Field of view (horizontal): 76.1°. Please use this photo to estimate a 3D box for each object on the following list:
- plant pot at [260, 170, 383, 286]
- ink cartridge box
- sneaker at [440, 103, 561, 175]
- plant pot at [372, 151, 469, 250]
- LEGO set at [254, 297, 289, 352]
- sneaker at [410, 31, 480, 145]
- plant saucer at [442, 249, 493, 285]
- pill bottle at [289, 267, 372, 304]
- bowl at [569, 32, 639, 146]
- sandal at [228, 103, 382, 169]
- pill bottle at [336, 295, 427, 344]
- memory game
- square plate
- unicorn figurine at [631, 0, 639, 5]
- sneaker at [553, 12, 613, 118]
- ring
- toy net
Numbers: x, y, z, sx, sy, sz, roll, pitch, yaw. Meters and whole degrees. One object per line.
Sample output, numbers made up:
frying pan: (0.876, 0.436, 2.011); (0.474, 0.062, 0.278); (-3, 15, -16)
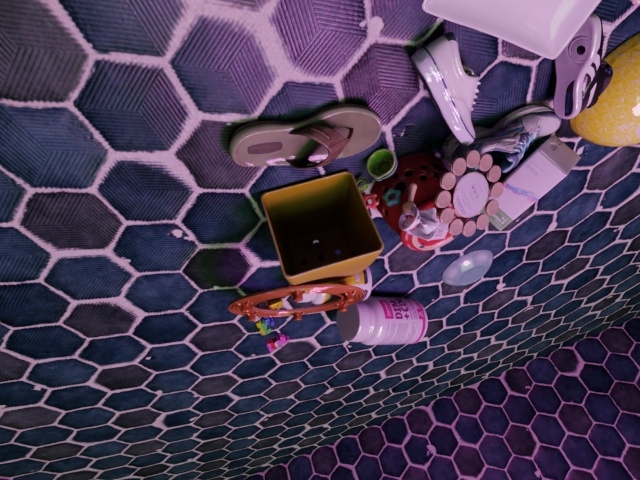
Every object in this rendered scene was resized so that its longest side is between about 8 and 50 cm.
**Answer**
plant pot: (0.000, 0.000, 0.941); (0.212, 0.212, 0.187); (-16, 154, -7)
ink cartridge box: (0.512, -0.142, 1.017); (0.154, 0.093, 0.212); (-33, 163, -43)
sneaker: (0.431, -0.213, 0.941); (0.283, 0.122, 0.110); (-21, 141, -2)
plant pot: (0.238, -0.083, 0.966); (0.191, 0.174, 0.191); (-11, 140, -10)
LEGO set: (-0.145, 0.228, 1.225); (0.093, 0.087, 0.227); (-21, 135, -6)
sneaker: (0.271, -0.285, 0.803); (0.091, 0.094, 0.258); (-31, 140, 19)
plant saucer: (0.524, 0.109, 1.434); (0.195, 0.037, 0.194); (-13, 141, -10)
pill bottle: (0.027, 0.117, 1.143); (0.209, 0.119, 0.119); (0, 137, -25)
bowl: (0.760, -0.319, 0.945); (0.290, 0.156, 0.289); (-13, 141, -10)
sandal: (-0.022, -0.181, 0.795); (0.303, 0.086, 0.120); (-14, 141, -10)
pill bottle: (0.205, 0.269, 1.372); (0.283, 0.160, 0.160); (7, 134, -32)
memory game: (0.318, -0.097, 0.871); (0.186, 0.012, 0.186); (-8, 108, -24)
square plate: (0.365, -0.488, 0.627); (0.348, 0.049, 0.344); (2, 136, -28)
unicorn figurine: (0.646, -0.477, 0.781); (0.111, 0.060, 0.162); (-42, 137, 23)
sneaker: (0.562, -0.378, 0.860); (0.121, 0.079, 0.216); (-32, 137, -15)
ring: (-0.056, 0.162, 1.010); (0.337, 0.032, 0.336); (-5, 162, -2)
toy net: (0.156, -0.086, 0.875); (0.122, 0.232, 0.045); (-38, 150, 13)
